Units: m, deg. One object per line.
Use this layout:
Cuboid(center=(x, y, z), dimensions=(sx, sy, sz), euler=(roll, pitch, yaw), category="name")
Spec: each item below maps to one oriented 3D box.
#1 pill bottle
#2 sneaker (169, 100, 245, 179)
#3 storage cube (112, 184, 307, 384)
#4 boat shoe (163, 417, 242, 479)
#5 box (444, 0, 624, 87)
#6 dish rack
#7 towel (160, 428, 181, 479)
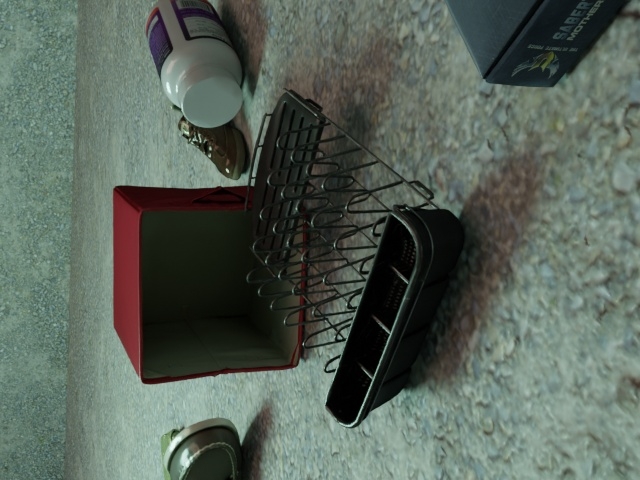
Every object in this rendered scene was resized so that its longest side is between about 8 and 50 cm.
Cuboid(center=(-0.167, -0.241, 1.007), dimensions=(0.108, 0.108, 0.193), euler=(111, 147, -40), category="pill bottle")
Cuboid(center=(-0.160, -0.144, 1.042), dimensions=(0.188, 0.071, 0.066), euler=(-120, 37, -46), category="sneaker")
Cuboid(center=(-0.137, 0.036, 0.876), dimensions=(0.193, 0.184, 0.214), euler=(-155, 65, -64), category="storage cube")
Cuboid(center=(-0.159, 0.357, 1.045), dimensions=(0.305, 0.109, 0.091), euler=(104, 151, -43), category="boat shoe")
Cuboid(center=(0.122, -0.236, 0.440), dimensions=(0.183, 0.059, 0.232), euler=(122, 140, -51), category="box")
Cuboid(center=(0.000, 0.000, 0.660), dimensions=(0.271, 0.074, 0.208), euler=(45, 132, 37), category="dish rack")
Cuboid(center=(-0.265, 0.422, 1.368), dimensions=(0.110, 0.027, 0.148), euler=(139, 124, -60), category="towel")
